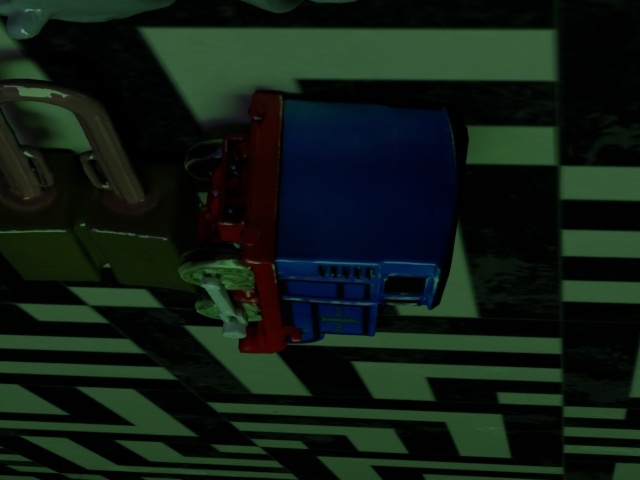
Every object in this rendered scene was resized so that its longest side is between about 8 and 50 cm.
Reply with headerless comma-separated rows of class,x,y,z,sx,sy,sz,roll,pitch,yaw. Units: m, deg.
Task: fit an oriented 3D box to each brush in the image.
brush,-0.120,-0.027,0.783,0.103,0.047,0.233,3,164,3

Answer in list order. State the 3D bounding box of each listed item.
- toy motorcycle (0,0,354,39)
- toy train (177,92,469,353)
toy motorcycle,-0.095,-0.116,0.367,0.171,0.110,0.260,5,165,47
toy train,0.000,0.000,0.788,0.131,0.082,0.204,2,165,1
